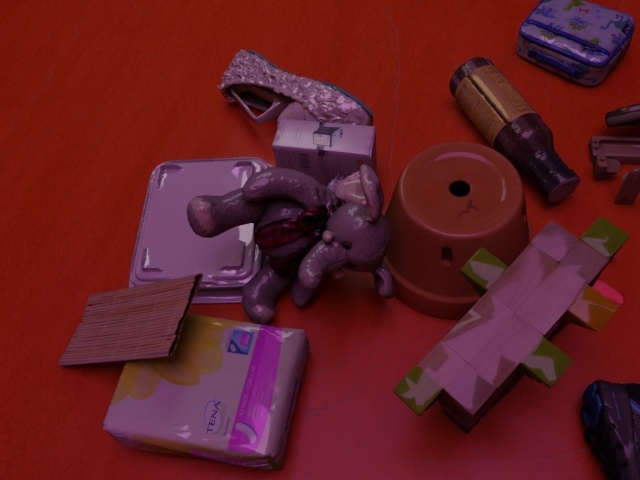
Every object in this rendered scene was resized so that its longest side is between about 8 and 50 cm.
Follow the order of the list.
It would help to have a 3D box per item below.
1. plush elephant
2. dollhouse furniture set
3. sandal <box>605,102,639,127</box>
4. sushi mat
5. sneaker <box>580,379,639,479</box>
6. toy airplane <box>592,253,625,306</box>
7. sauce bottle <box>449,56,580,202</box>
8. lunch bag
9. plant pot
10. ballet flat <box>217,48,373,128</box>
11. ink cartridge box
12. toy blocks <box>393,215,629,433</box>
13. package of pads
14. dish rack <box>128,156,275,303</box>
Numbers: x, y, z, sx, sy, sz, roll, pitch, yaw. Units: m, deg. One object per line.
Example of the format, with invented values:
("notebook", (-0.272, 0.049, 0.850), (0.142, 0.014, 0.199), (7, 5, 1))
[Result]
("plush elephant", (0.000, 0.000, 1.054), (0.330, 0.272, 0.255), (-33, 31, -23))
("dollhouse furniture set", (0.599, -0.161, 1.182), (0.144, 0.123, 0.151), (4, 59, 9))
("sandal", (0.715, -0.227, 1.231), (0.303, 0.120, 0.086), (-3, 86, 7))
("sushi mat", (-0.335, 0.140, 1.086), (0.316, 0.019, 0.151), (-12, 52, 37))
("sneaker", (0.473, 0.360, 0.879), (0.140, 0.125, 0.340), (1, 61, 2))
("toy airplane", (0.478, 0.054, 1.121), (0.151, 0.028, 0.151), (-2, 59, 4))
("sauce bottle", (0.383, -0.221, 1.256), (0.111, 0.111, 0.344), (-22, 59, -6))
("lunch bag", (0.557, -0.444, 1.384), (0.219, 0.090, 0.176), (36, 72, 26))
("plant pot", (0.238, -0.036, 1.105), (0.291, 0.203, 0.291), (-3, 57, 5))
("ballet flat", (-0.069, -0.280, 1.337), (0.147, 0.147, 0.409), (-43, 53, -18))
("ink cartridge box", (0.013, -0.159, 1.246), (0.191, 0.139, 0.082), (6, 57, 10))
("toy blocks", (0.285, 0.151, 0.966), (0.381, 0.261, 0.191), (-44, 65, -11))
("package of pads", (-0.185, 0.247, 1.046), (0.297, 0.101, 0.229), (6, 58, 12))
("dish rack", (-0.232, -0.038, 1.246), (0.286, 0.072, 0.332), (-1, 60, 6))
